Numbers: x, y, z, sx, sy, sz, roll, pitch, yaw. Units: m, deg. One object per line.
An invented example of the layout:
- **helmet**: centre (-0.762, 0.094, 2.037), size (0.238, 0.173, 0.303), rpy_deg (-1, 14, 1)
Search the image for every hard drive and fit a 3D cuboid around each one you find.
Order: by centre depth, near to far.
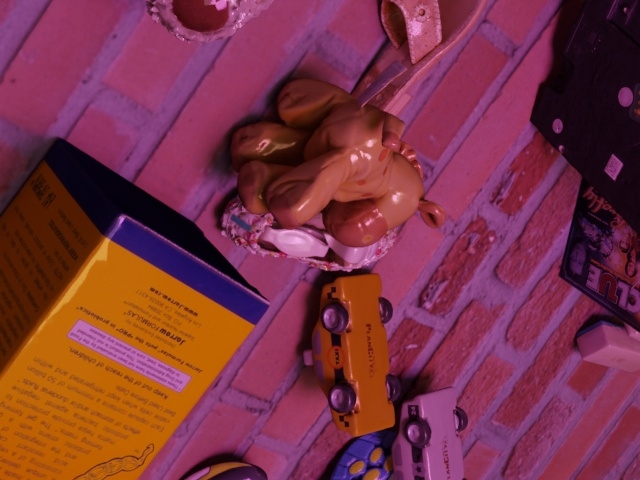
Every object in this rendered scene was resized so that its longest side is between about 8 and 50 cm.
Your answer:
- **hard drive**: centre (0.384, -0.128, 1.148), size (0.064, 0.339, 0.237), rpy_deg (-7, 133, -28)

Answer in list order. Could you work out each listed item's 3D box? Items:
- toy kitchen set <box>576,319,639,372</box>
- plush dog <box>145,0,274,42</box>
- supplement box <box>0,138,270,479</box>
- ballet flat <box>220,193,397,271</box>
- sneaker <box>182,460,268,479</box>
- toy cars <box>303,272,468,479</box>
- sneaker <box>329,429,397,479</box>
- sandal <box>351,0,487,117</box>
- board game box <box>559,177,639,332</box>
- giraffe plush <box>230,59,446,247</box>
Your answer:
- **toy kitchen set**: centre (0.472, 0.068, 1.518), size (0.122, 0.166, 0.207), rpy_deg (17, 141, -36)
- **plush dog**: centre (-0.069, -0.329, 0.917), size (0.262, 0.210, 0.225), rpy_deg (-29, 110, 6)
- **supplement box**: centre (-0.255, 0.120, 1.013), size (0.195, 0.194, 0.356), rpy_deg (35, 94, -39)
- **ballet flat**: centre (0.000, 0.000, 1.181), size (0.241, 0.077, 0.091), rpy_deg (6, 113, -34)
- **sneaker**: centre (-0.160, 0.396, 1.265), size (0.300, 0.121, 0.111), rpy_deg (-50, 129, 1)
- **toy cars**: centre (0.081, 0.211, 1.310), size (0.394, 0.087, 0.176), rpy_deg (56, 47, -28)
- **sneaker**: centre (0.042, 0.328, 1.398), size (0.188, 0.067, 0.078), rpy_deg (-52, 164, -9)
- **sandal**: centre (0.091, -0.225, 1.109), size (0.079, 0.088, 0.240), rpy_deg (23, 106, -44)
- **board game box**: centre (0.412, 0.026, 1.339), size (0.042, 0.243, 0.165), rpy_deg (-7, 117, -28)
- **giraffe plush**: centre (0.035, -0.067, 1.101), size (0.210, 0.181, 0.170), rpy_deg (-29, 135, 12)
